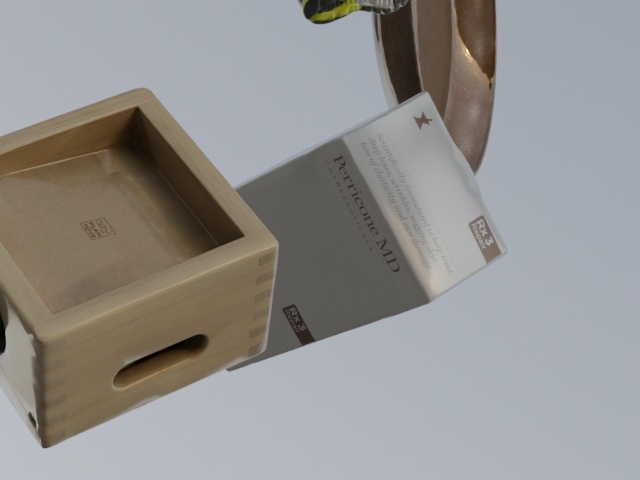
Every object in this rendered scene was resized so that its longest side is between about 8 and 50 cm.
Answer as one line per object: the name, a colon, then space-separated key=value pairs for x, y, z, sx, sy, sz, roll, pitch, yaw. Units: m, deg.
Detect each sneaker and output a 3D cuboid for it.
sneaker: x=0.022 y=-0.165 z=1.125 sx=0.083 sy=0.035 sz=0.031 roll=-12 pitch=-46 yaw=-23

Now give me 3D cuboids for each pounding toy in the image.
pounding toy: x=-0.114 y=0.018 z=0.749 sx=0.130 sy=0.141 sz=0.100 roll=49 pitch=-31 yaw=32

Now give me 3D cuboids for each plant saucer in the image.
plant saucer: x=0.097 y=-0.202 z=1.487 sx=0.050 sy=0.311 sz=0.311 roll=-2 pitch=-46 yaw=17

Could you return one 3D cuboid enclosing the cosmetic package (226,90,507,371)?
cosmetic package: x=0.000 y=0.000 z=1.124 sx=0.231 sy=0.085 sz=0.117 roll=-25 pitch=-86 yaw=53
